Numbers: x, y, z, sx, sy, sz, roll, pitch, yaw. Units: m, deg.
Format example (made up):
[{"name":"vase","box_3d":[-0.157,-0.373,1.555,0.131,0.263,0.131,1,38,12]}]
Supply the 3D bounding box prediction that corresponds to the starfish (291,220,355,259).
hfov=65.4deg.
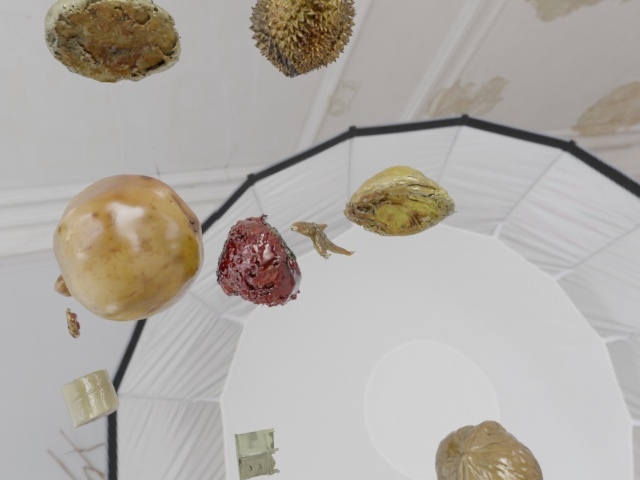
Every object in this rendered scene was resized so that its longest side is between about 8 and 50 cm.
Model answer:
[{"name":"starfish","box_3d":[0.000,0.003,1.359,0.050,0.138,0.247,-49,-15,19]}]

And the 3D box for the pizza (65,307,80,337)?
[{"name":"pizza","box_3d":[-0.765,0.270,1.552,0.029,0.099,0.100,-20,-62,-18]}]

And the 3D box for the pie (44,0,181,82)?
[{"name":"pie","box_3d":[-0.428,-0.416,1.043,0.274,0.055,0.274,-8,-17,-2]}]

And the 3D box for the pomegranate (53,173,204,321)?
[{"name":"pomegranate","box_3d":[-0.513,0.031,1.293,0.410,0.410,0.410,-19,-26,-10]}]

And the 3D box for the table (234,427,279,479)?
[{"name":"table","box_3d":[-0.130,0.441,1.026,0.083,0.062,0.079,-6,-61,-14]}]

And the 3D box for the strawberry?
[{"name":"strawberry","box_3d":[-0.176,0.072,1.339,0.220,0.274,0.274,-33,-26,2]}]

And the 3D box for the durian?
[{"name":"durian","box_3d":[-0.021,-0.311,0.693,0.158,0.137,0.168,9,-67,-47]}]

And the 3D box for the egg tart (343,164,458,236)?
[{"name":"egg tart","box_3d":[0.176,-0.091,1.103,0.252,0.098,0.232,4,-30,-12]}]

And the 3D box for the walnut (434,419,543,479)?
[{"name":"walnut","box_3d":[0.354,0.493,1.061,0.228,0.228,0.228,-19,-26,-10]}]

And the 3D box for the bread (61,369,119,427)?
[{"name":"bread","box_3d":[-0.729,0.502,1.591,0.134,0.141,0.148,-27,-10,16]}]
